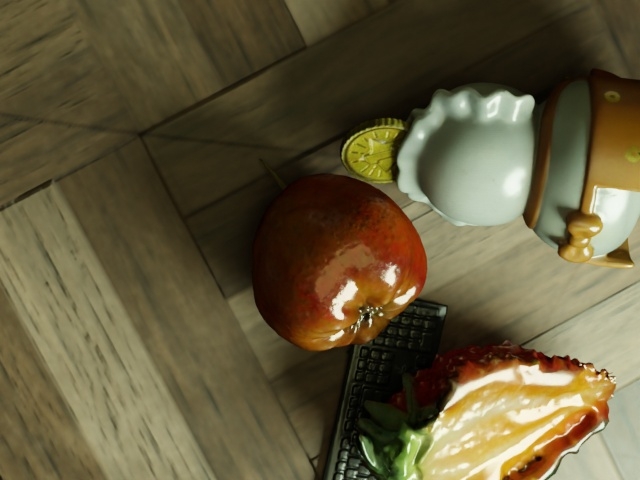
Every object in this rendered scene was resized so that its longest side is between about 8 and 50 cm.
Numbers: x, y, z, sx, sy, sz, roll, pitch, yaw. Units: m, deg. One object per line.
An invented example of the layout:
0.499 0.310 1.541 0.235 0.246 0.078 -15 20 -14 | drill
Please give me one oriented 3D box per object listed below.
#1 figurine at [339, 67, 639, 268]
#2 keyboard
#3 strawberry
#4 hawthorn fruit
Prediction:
0.153 -0.048 1.364 0.271 0.143 0.143 -6 99 -11 | figurine
0.039 0.139 1.428 0.067 0.011 0.202 11 95 -12 | keyboard
0.105 0.126 1.393 0.192 0.085 0.140 -45 126 -2 | strawberry
0.012 0.011 1.358 0.125 0.140 0.125 -3 131 -4 | hawthorn fruit
